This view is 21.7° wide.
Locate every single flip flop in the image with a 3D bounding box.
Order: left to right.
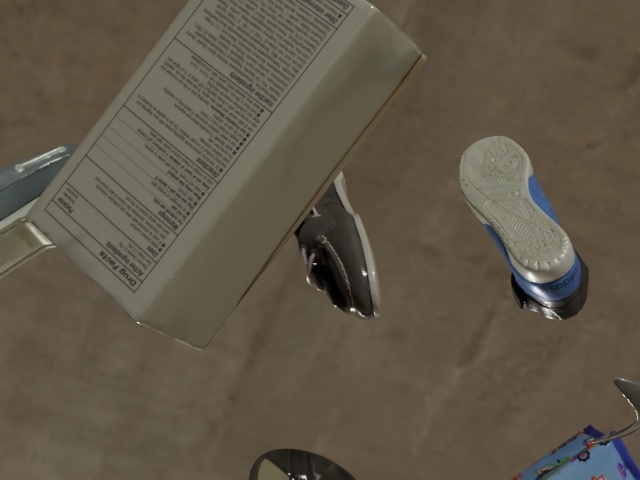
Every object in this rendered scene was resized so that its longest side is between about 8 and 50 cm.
[{"bbox_3d":[0.036,0.333,1.932,0.080,0.277,0.112,-45,-155,49],"label":"flip flop"}]

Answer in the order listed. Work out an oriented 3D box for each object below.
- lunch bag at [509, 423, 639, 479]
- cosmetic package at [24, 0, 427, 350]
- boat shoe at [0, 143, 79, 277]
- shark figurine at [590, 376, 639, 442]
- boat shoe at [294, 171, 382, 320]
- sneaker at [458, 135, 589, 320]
[{"bbox_3d":[0.329,0.403,1.980,0.221,0.293,0.138,-34,-179,-4],"label":"lunch bag"},{"bbox_3d":[-0.077,-0.084,1.363,0.309,0.160,0.113,-52,148,4],"label":"cosmetic package"},{"bbox_3d":[-0.406,-0.022,2.008,0.116,0.320,0.099,69,-3,-55],"label":"boat shoe"},{"bbox_3d":[0.347,0.065,1.513,0.116,0.166,0.278,122,-16,-73],"label":"shark figurine"},{"bbox_3d":[0.000,0.000,1.892,0.335,0.096,0.112,-108,-174,-61],"label":"boat shoe"},{"bbox_3d":[0.148,-0.004,1.207,0.152,0.058,0.084,62,-2,46],"label":"sneaker"}]
